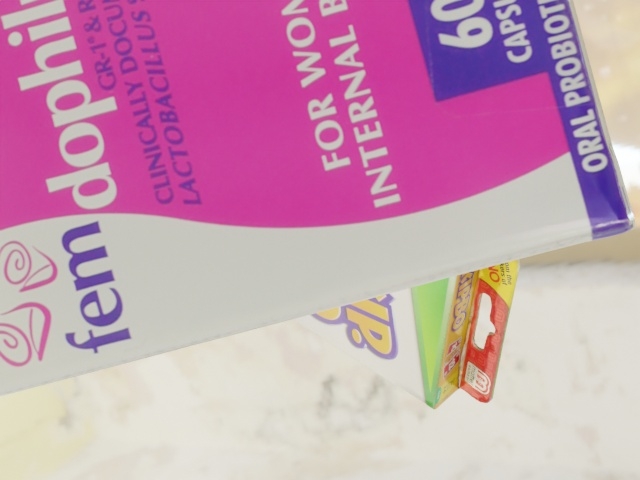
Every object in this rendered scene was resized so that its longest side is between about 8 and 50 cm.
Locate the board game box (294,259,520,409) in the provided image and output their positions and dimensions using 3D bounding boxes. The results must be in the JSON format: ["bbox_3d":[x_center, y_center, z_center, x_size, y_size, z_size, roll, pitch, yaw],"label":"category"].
[{"bbox_3d":[0.000,0.000,0.889,0.259,0.124,0.039,29,-134,26],"label":"board game box"}]

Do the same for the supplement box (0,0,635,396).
[{"bbox_3d":[-0.042,-0.028,0.392,0.220,0.111,0.114,-16,-179,7],"label":"supplement box"}]
